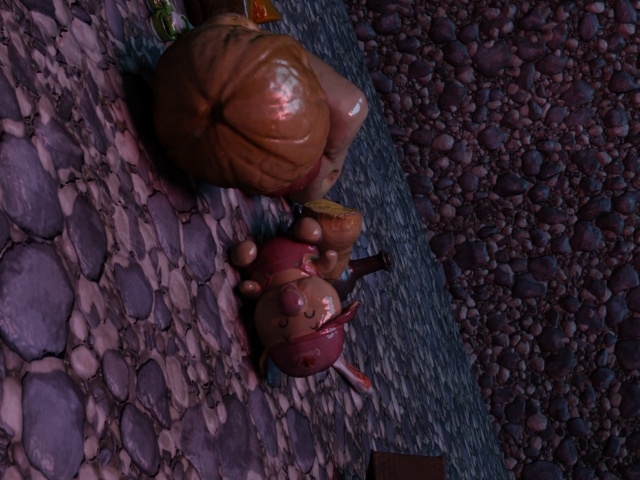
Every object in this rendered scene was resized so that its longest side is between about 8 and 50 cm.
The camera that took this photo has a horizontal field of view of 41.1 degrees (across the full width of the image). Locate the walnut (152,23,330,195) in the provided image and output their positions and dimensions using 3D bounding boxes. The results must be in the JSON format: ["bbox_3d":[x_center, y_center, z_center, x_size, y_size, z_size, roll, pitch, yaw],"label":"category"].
[{"bbox_3d":[-0.123,-0.206,1.342,0.313,0.277,0.252,-56,158,-77],"label":"walnut"}]

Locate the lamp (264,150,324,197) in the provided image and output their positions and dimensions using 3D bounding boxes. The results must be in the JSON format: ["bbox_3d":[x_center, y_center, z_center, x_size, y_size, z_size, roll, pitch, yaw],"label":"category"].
[{"bbox_3d":[-0.084,-0.171,1.625,0.140,0.182,0.182,18,-47,65],"label":"lamp"}]

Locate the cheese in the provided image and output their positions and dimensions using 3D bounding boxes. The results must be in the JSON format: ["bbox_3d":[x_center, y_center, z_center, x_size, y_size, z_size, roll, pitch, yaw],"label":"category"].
[{"bbox_3d":[-0.073,-0.266,1.796,0.328,0.129,0.351,45,-32,12],"label":"cheese"}]

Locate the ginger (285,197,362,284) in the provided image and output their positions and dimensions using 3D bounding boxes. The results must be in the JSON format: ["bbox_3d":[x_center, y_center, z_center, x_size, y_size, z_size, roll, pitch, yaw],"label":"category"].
[{"bbox_3d":[0.000,0.000,1.639,0.354,0.126,0.190,115,-25,-69],"label":"ginger"}]

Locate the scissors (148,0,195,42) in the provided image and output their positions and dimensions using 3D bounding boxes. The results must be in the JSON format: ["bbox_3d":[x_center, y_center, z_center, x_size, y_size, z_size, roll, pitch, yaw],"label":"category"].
[{"bbox_3d":[-0.251,-0.381,1.520,0.204,0.027,0.101,17,60,-74],"label":"scissors"}]

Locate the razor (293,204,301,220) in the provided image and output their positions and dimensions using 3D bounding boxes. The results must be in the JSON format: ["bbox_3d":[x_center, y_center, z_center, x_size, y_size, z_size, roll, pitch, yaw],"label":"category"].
[{"bbox_3d":[-0.025,-0.009,1.905,0.028,0.044,0.154,-49,122,-42],"label":"razor"}]

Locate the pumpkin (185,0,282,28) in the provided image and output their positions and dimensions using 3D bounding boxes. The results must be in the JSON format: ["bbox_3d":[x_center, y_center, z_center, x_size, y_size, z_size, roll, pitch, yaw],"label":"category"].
[{"bbox_3d":[-0.176,-0.480,1.711,0.248,0.131,0.126,-56,127,-74],"label":"pumpkin"}]

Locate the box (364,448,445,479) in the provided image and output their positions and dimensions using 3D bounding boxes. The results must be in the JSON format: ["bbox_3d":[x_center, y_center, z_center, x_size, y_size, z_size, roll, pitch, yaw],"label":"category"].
[{"bbox_3d":[0.154,0.548,1.579,0.273,0.143,0.184,-87,-176,-53],"label":"box"}]

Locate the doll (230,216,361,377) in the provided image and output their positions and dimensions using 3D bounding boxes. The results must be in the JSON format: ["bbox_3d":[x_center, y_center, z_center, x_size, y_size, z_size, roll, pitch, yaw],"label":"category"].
[{"bbox_3d":[-0.040,0.101,1.441,0.152,0.196,0.256,14,50,-52],"label":"doll"}]

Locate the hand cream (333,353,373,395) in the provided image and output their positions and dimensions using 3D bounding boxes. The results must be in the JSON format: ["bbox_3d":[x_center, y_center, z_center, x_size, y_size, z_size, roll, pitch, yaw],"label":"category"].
[{"bbox_3d":[0.063,0.287,1.892,0.052,0.038,0.216,49,-2,45],"label":"hand cream"}]

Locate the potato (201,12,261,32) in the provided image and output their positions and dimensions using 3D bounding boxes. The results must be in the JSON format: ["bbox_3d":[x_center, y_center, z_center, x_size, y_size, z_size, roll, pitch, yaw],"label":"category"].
[{"bbox_3d":[-0.158,-0.329,1.560,0.234,0.146,0.150,98,6,-79],"label":"potato"}]

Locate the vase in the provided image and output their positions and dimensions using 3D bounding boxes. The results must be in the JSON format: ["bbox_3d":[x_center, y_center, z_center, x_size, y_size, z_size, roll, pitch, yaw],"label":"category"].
[{"bbox_3d":[0.067,0.065,1.853,0.120,0.183,0.120,-19,90,-75],"label":"vase"}]
